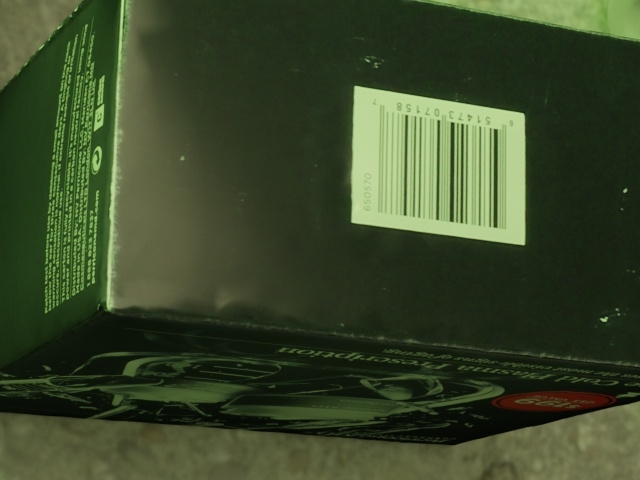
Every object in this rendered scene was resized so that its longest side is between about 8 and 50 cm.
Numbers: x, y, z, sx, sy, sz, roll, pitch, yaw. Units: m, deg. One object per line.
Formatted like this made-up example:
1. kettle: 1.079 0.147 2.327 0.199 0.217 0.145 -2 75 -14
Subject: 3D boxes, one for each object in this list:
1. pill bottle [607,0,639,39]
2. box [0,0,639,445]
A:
1. pill bottle: 0.304 -0.182 1.334 0.193 0.108 0.108 -33 93 -27
2. box: 0.000 0.000 1.038 0.343 0.312 0.179 7 76 -23
